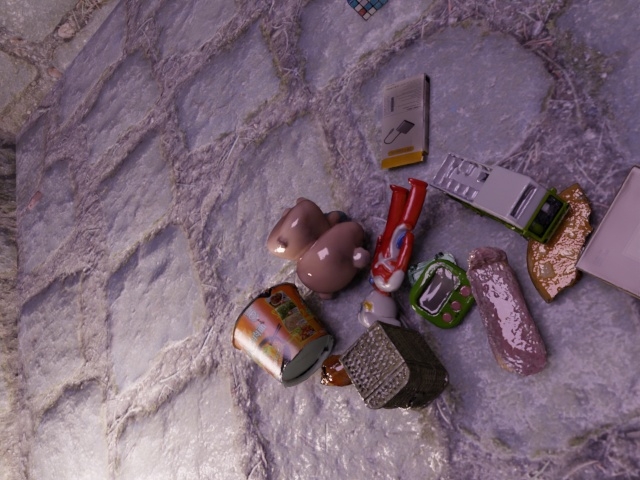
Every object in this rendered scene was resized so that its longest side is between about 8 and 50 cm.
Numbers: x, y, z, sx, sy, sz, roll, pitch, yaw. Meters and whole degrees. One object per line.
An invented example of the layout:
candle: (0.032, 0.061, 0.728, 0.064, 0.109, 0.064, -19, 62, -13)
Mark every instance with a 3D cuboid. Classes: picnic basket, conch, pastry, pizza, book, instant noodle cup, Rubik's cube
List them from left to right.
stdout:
instant noodle cup: (-0.089, 0.251, 1.339, 0.182, 0.230, 0.230, 41, 104, 30)
conch: (0.072, 0.308, 1.267, 0.232, 0.086, 0.080, -28, 61, 32)
Rubik's cube: (0.128, -0.728, 1.530, 0.092, 0.092, 0.092, -36, 57, 27)
picnic basket: (0.168, 0.284, 1.127, 0.134, 0.196, 0.154, -48, 52, 15)
pastry: (0.371, 0.141, 1.060, 0.102, 0.112, 0.265, -15, 80, 8)
pizza: (0.481, 0.007, 1.044, 0.127, 0.058, 0.246, -3, 73, 40)
book: (0.641, 0.025, 0.894, 0.310, 0.021, 0.217, 31, 98, 29)

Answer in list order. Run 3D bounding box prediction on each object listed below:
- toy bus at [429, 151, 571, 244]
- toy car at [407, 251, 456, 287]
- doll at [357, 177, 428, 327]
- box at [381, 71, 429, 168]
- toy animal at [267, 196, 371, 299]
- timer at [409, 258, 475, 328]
toy bus: (0.356, -0.101, 1.095, 0.113, 0.139, 0.301, -60, 32, 7)
toy car: (0.261, 0.071, 1.220, 0.122, 0.035, 0.059, -28, 61, 21)
doll: (0.168, 0.046, 1.245, 0.188, 0.099, 0.384, 163, 119, -78)
box: (0.222, -0.308, 1.367, 0.129, 0.033, 0.247, -6, 73, 37)
toy animal: (-0.011, 0.009, 1.321, 0.210, 0.221, 0.230, -42, 44, 43)
timer: (0.275, 0.118, 1.163, 0.128, 0.047, 0.140, 35, 104, 17)
